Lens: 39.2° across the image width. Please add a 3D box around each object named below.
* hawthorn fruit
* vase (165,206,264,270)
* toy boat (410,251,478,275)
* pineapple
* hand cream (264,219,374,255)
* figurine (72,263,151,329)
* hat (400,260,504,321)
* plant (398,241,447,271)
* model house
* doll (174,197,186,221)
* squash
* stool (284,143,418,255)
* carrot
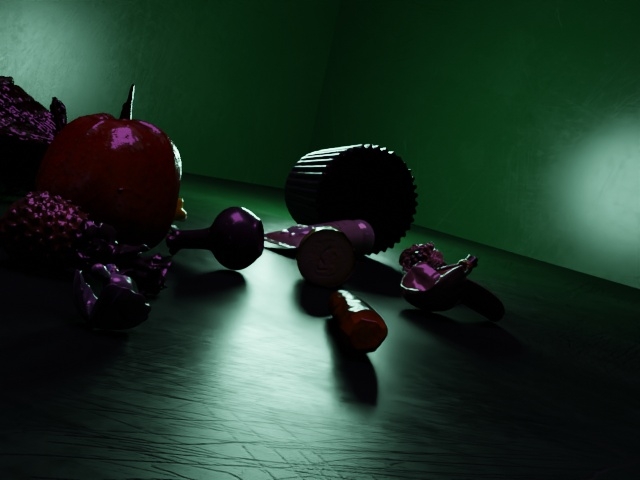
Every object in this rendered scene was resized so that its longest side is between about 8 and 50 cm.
[{"bbox_3d":[-0.360,-0.126,1.554,0.254,0.300,0.254,12,3,-1],"label":"hawthorn fruit"},{"bbox_3d":[-0.201,-0.003,1.690,0.182,0.120,0.120,-1,4,8],"label":"vase"},{"bbox_3d":[0.274,0.070,2.025,0.089,0.088,0.229,17,8,43],"label":"toy boat"},{"bbox_3d":[-0.335,0.016,1.299,0.251,0.125,0.125,23,7,6],"label":"pineapple"},{"bbox_3d":[0.000,0.000,2.207,0.305,0.093,0.147,-5,15,-40],"label":"hand cream"},{"bbox_3d":[-0.253,0.061,1.069,0.082,0.094,0.086,-24,46,-5],"label":"figurine"},{"bbox_3d":[0.248,0.121,1.716,0.173,0.144,0.166,55,-13,-12],"label":"hat"},{"bbox_3d":[0.248,0.067,2.189,0.116,0.104,0.122,52,-16,18],"label":"plant"},{"bbox_3d":[-0.693,-0.185,2.014,0.282,0.317,0.297,36,42,3],"label":"model house"},{"bbox_3d":[-0.369,-0.062,2.122,0.113,0.072,0.135,-6,-12,35],"label":"doll"},{"bbox_3d":[0.013,0.024,1.794,0.123,0.123,0.187,12,7,-1],"label":"squash"},{"bbox_3d":[0.064,-0.122,2.490,0.297,0.297,0.330,10,3,-23],"label":"stool"},{"bbox_3d":[0.045,0.114,1.333,0.066,0.066,0.314,12,3,-7],"label":"carrot"}]
